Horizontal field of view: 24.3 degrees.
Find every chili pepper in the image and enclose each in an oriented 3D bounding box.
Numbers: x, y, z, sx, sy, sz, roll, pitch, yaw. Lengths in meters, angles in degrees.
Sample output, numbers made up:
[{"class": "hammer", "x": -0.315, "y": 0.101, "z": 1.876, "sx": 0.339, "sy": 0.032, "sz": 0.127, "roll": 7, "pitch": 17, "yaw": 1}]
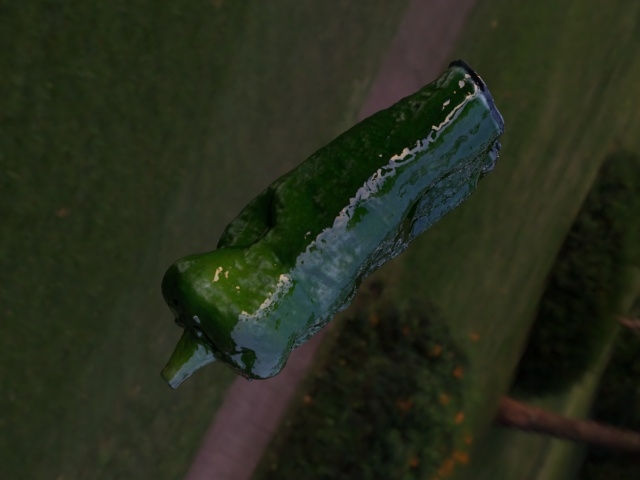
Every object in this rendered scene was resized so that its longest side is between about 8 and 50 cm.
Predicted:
[{"class": "chili pepper", "x": 0.000, "y": 0.000, "z": 0.968, "sx": 0.270, "sy": 0.099, "sz": 0.136, "roll": -39, "pitch": -173, "yaw": -11}]
